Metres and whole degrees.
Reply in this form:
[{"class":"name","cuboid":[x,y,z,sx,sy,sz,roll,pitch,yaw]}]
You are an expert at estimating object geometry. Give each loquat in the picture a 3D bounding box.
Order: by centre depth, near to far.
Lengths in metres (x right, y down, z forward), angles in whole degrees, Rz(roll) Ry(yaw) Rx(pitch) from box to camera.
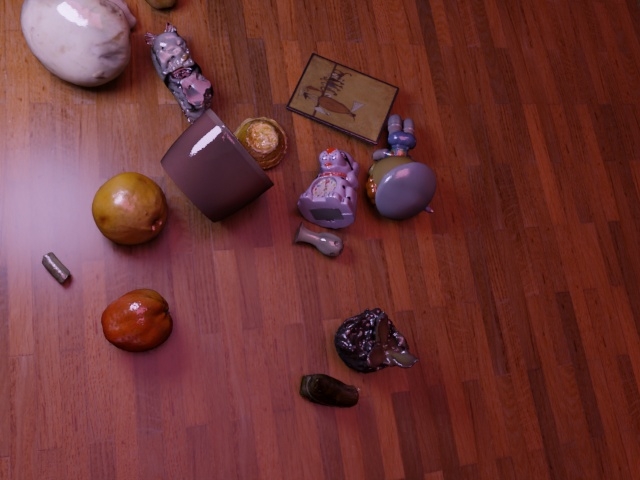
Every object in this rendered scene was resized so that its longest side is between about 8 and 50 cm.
[{"class":"loquat","cuboid":[-0.540,-0.090,1.573,0.208,0.208,0.207,4,74,-15]}]

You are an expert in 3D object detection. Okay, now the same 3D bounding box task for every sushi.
[{"class":"sushi","cuboid":[-0.435,-0.522,1.757,0.124,0.130,0.332,-31,86,-21]}]

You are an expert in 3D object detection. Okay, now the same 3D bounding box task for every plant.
[{"class":"plant","cuboid":[0.145,0.302,1.642,0.178,0.234,0.204,-36,92,-16]}]

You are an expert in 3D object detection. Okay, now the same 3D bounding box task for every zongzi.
[{"class":"zongzi","cuboid":[0.048,0.432,1.596,0.187,0.184,0.084,16,67,-11]}]

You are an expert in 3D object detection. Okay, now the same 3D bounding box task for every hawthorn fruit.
[{"class":"hawthorn fruit","cuboid":[-0.498,0.218,1.510,0.189,0.189,0.189,4,74,-15]}]

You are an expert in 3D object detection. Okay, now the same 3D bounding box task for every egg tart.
[{"class":"egg tart","cuboid":[-0.192,-0.323,1.803,0.191,0.074,0.191,4,76,-16]}]

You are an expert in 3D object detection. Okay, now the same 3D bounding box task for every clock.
[{"class":"clock","cuboid":[0.049,-0.188,1.792,0.189,0.189,0.253,21,64,-9]}]

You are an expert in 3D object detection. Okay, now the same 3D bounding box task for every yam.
[{"class":"yam","cuboid":[-0.738,0.077,1.549,0.094,0.043,0.043,47,68,-1]}]

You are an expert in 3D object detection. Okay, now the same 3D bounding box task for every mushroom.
[{"class":"mushroom","cuboid":[-0.697,-0.634,1.666,0.315,0.314,0.336,31,36,-6]}]

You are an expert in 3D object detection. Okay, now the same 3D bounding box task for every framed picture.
[{"class":"framed picture","cuboid":[0.081,-0.496,1.934,0.339,0.014,0.255,23,70,0]}]

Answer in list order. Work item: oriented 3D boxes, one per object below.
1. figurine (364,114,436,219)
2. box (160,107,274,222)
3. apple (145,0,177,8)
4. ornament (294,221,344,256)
[{"class":"figurine","cuboid":[0.256,-0.264,1.851,0.225,0.205,0.381,1,66,-22]},{"class":"box","cuboid":[-0.305,-0.206,1.623,0.216,0.301,0.301,-42,89,-1]},{"class":"apple","cuboid":[-0.527,-0.822,1.826,0.126,0.102,0.126,-7,43,7]},{"class":"ornament","cuboid":[0.000,0.000,1.768,0.156,0.081,0.074,20,104,-7]}]
